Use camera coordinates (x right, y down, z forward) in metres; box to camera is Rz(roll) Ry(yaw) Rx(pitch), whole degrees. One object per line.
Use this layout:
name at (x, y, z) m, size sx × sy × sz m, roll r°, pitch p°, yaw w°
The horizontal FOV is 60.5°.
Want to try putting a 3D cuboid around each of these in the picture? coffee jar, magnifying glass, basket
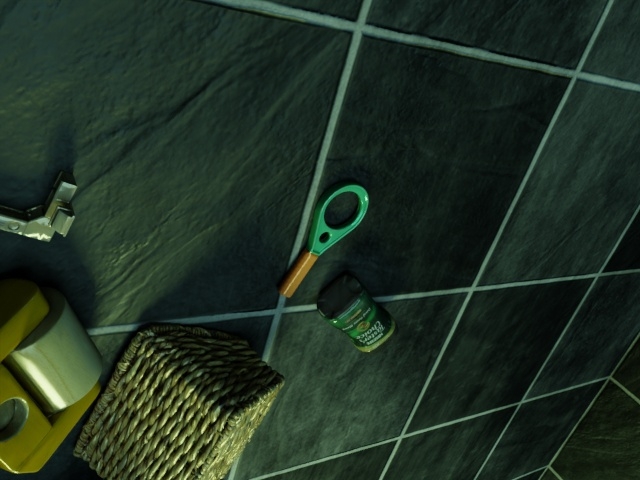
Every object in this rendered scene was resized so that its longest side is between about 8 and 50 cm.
coffee jar at (0.077, 0.148, 1.051) m, size 0.096 × 0.079 × 0.184 m, roll -43°, pitch 135°, yaw 1°
magnifying glass at (0.000, 0.000, 0.929) m, size 0.092 × 0.026 × 0.231 m, roll 23°, pitch 109°, yaw -42°
basket at (-0.231, 0.293, 0.950) m, size 0.299 × 0.223 × 0.213 m, roll -60°, pitch 165°, yaw 17°

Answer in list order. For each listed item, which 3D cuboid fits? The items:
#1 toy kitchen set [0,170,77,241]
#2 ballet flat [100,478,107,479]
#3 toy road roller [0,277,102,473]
toy kitchen set at (-0.338, -0.040, 0.646) m, size 0.075 × 0.068 × 0.083 m, roll 21°, pitch 109°, yaw -41°
ballet flat at (-0.331, 0.481, 1.043) m, size 0.203 × 0.074 × 0.074 m, roll 17°, pitch 112°, yaw -43°
toy road roller at (-0.472, 0.201, 0.685) m, size 0.329 × 0.241 × 0.202 m, roll -56°, pitch 148°, yaw -41°
